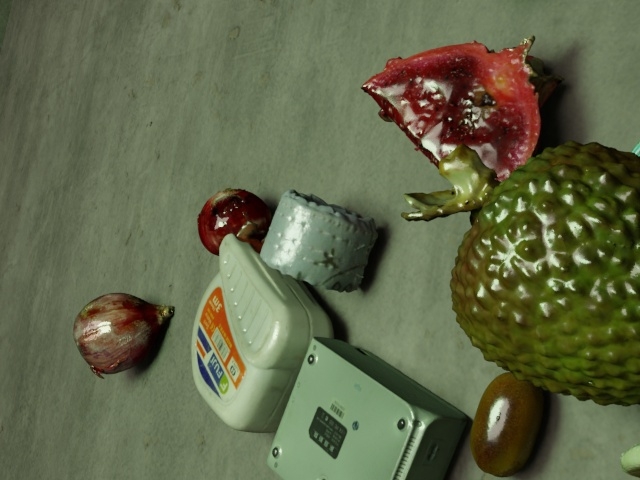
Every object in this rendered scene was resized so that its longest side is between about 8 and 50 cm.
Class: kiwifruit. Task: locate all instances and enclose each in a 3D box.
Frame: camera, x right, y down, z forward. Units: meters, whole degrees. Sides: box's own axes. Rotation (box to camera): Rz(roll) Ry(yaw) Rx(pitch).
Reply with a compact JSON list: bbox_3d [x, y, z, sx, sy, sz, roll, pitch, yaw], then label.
[{"bbox_3d":[0.216,0.213,0.958,0.075,0.075,0.125,21,89,49],"label":"kiwifruit"}]

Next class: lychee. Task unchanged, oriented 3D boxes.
[{"bbox_3d":[0.255,0.028,0.835,0.270,0.270,0.320,-54,37,21],"label":"lychee"}]

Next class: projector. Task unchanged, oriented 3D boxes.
[{"bbox_3d":[0.050,0.267,1.096,0.250,0.108,0.198,28,100,48],"label":"projector"}]

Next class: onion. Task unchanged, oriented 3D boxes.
[{"bbox_3d":[-0.145,-0.028,1.400,0.131,0.131,0.131,-19,64,43],"label":"onion"},{"bbox_3d":[-0.374,0.167,1.589,0.194,0.159,0.160,-24,55,6],"label":"onion"}]

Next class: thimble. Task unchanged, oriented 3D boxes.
[{"bbox_3d":[-0.001,0.000,1.209,0.127,0.151,0.118,31,101,61],"label":"thimble"}]

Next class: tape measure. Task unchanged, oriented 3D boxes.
[{"bbox_3d":[-0.098,0.146,1.291,0.258,0.130,0.265,49,120,47],"label":"tape measure"}]

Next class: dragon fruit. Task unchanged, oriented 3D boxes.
[{"bbox_3d":[0.216,-0.157,1.054,0.211,0.134,0.262,-43,64,15],"label":"dragon fruit"}]

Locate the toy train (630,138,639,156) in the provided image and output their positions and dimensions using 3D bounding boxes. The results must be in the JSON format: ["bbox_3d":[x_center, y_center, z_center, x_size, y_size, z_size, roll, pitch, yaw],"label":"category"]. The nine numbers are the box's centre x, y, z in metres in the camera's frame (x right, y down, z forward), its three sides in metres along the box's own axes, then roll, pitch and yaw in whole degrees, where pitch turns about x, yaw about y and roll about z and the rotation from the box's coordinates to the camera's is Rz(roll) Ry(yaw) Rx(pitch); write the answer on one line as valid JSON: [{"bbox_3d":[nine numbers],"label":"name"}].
[{"bbox_3d":[0.373,-0.107,0.923,0.092,0.029,0.045,-56,36,21],"label":"toy train"}]

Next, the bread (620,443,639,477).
[{"bbox_3d":[0.361,0.197,0.770,0.193,0.112,0.036,-20,59,43],"label":"bread"}]
